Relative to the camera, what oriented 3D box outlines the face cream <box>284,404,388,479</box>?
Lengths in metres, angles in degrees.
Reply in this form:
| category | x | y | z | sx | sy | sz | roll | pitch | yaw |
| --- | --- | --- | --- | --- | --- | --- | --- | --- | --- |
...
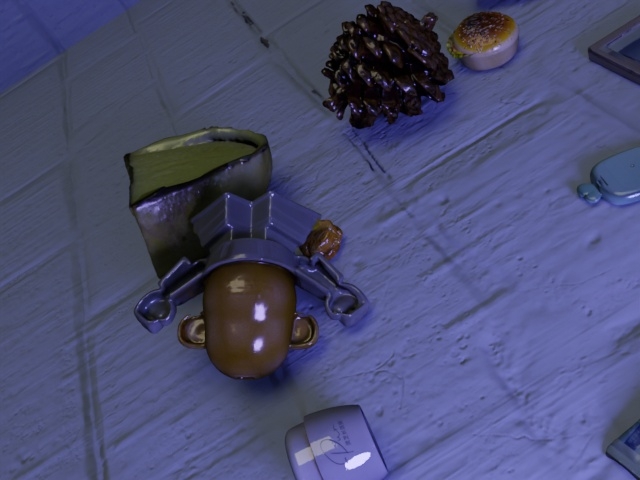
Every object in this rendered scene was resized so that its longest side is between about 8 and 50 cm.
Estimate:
| category | x | y | z | sx | sy | sz | roll | pitch | yaw |
| --- | --- | --- | --- | --- | --- | --- | --- | --- | --- |
| face cream | 0.019 | 0.265 | 0.760 | 0.104 | 0.117 | 0.117 | -25 | 41 | 0 |

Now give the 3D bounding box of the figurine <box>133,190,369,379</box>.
| category | x | y | z | sx | sy | sz | roll | pitch | yaw |
| --- | --- | --- | --- | --- | --- | --- | --- | --- | --- |
| figurine | -0.109 | 0.075 | 0.961 | 0.343 | 0.167 | 0.284 | -14 | 59 | 19 |

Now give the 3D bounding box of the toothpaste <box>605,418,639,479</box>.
| category | x | y | z | sx | sy | sz | roll | pitch | yaw |
| --- | --- | --- | --- | --- | --- | --- | --- | --- | --- |
| toothpaste | 0.427 | 0.159 | 0.659 | 0.268 | 0.047 | 0.069 | -41 | 54 | -4 |

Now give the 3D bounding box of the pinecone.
| category | x | y | z | sx | sy | sz | roll | pitch | yaw |
| --- | --- | --- | --- | --- | --- | --- | --- | --- | --- |
| pinecone | 0.124 | -0.339 | 1.193 | 0.257 | 0.243 | 0.243 | -16 | 40 | 49 |

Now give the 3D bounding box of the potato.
| category | x | y | z | sx | sy | sz | roll | pitch | yaw |
| --- | --- | --- | --- | --- | --- | --- | --- | --- | --- |
| potato | -0.219 | -0.080 | 1.209 | 0.280 | 0.212 | 0.330 | -20 | 30 | -11 |

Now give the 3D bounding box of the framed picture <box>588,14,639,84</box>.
| category | x | y | z | sx | sy | sz | roll | pitch | yaw |
| --- | --- | --- | --- | --- | --- | --- | --- | --- | --- |
| framed picture | 0.721 | -0.362 | 0.978 | 0.446 | 0.028 | 0.326 | -33 | 41 | 1 |

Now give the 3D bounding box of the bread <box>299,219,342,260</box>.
| category | x | y | z | sx | sy | sz | roll | pitch | yaw |
| --- | --- | --- | --- | --- | --- | --- | --- | --- | --- |
| bread | 0.000 | 0.000 | 1.079 | 0.081 | 0.046 | 0.083 | -27 | 43 | 16 |

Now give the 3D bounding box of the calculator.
| category | x | y | z | sx | sy | sz | roll | pitch | yaw |
| --- | --- | --- | --- | --- | --- | --- | --- | --- | --- |
| calculator | 0.454 | -0.096 | 0.899 | 0.153 | 0.021 | 0.095 | -21 | 42 | 9 |

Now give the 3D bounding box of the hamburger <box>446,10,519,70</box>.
| category | x | y | z | sx | sy | sz | roll | pitch | yaw |
| --- | --- | --- | --- | --- | --- | --- | --- | --- | --- |
| hamburger | 0.324 | -0.403 | 1.229 | 0.141 | 0.081 | 0.126 | 19 | 63 | 41 |
